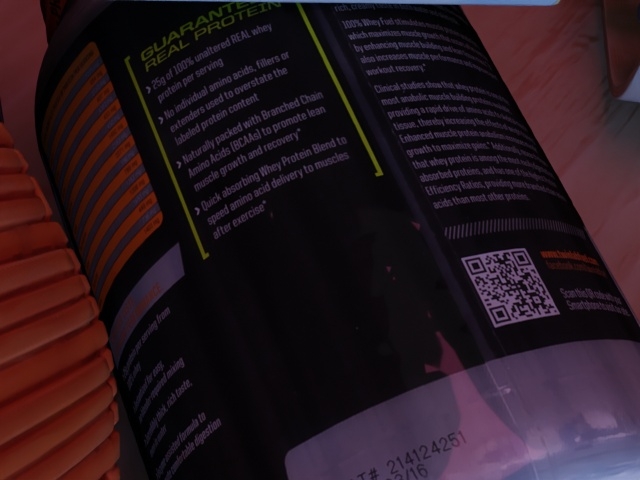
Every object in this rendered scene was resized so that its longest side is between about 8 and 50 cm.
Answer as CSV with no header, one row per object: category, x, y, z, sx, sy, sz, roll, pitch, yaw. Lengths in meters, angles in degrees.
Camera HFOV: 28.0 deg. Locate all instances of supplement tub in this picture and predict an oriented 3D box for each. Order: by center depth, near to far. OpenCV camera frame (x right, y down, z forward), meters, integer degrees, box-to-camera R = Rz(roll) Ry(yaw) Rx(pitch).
supplement tub,0.000,0.000,0.523,0.194,0.193,0.316,-11,61,-23

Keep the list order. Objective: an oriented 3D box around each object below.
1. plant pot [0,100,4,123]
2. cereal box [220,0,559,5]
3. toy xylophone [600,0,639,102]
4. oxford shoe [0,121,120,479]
plant pot,-0.218,-0.060,0.516,0.167,0.188,0.187,-9,59,-12
cereal box,-0.010,-0.147,0.395,0.240,0.173,0.047,-3,56,-17
toy xylophone,0.262,-0.184,0.777,0.236,0.081,0.322,1,51,-7
oxford shoe,-0.130,0.102,0.373,0.133,0.130,0.363,-13,89,17
